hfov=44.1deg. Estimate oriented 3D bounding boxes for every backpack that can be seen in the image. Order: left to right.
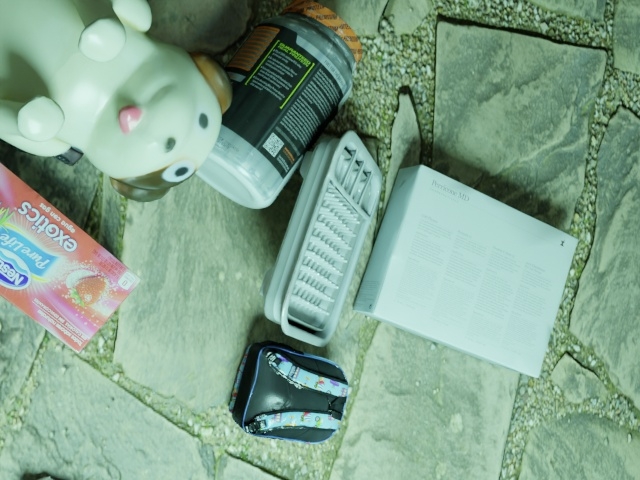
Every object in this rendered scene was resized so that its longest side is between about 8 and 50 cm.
[{"bbox_3d":[-0.048,0.257,1.326,0.173,0.117,0.158,16,83,-21],"label":"backpack"}]

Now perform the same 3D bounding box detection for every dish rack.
[{"bbox_3d":[0.000,0.000,1.303,0.073,0.285,0.332,15,81,19],"label":"dish rack"}]

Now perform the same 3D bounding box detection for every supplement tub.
[{"bbox_3d":[-0.078,-0.224,1.283,0.194,0.194,0.316,40,76,-17],"label":"supplement tub"}]

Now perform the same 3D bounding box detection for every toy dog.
[{"bbox_3d":[-0.327,-0.222,1.063,0.408,0.395,0.284,35,86,-6],"label":"toy dog"}]

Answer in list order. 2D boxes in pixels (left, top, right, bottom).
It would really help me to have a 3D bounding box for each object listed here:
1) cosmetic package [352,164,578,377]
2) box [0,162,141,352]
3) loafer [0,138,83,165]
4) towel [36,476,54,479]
[{"bbox_3d":[0.279,0.062,1.477,0.377,0.097,0.284,23,82,-21],"label":"cosmetic package"},{"bbox_3d":[-0.432,0.014,1.155,0.300,0.154,0.142,43,74,-18],"label":"box"},{"bbox_3d":[-0.493,-0.194,1.172,0.303,0.109,0.095,35,96,-12],"label":"loafer"},{"bbox_3d":[-0.411,0.518,1.210,0.187,0.049,0.282,25,81,-19],"label":"towel"}]
